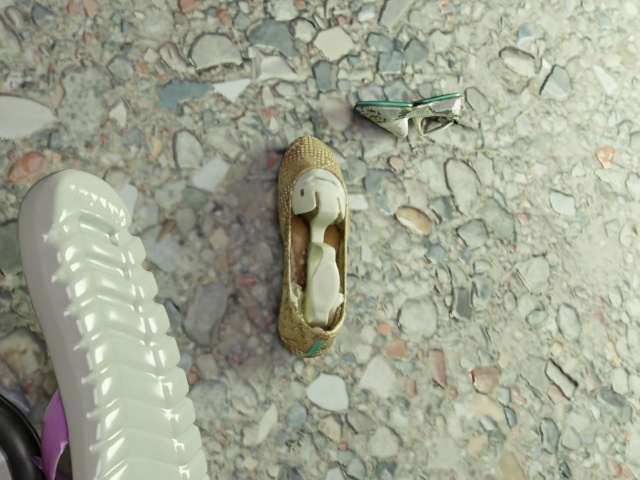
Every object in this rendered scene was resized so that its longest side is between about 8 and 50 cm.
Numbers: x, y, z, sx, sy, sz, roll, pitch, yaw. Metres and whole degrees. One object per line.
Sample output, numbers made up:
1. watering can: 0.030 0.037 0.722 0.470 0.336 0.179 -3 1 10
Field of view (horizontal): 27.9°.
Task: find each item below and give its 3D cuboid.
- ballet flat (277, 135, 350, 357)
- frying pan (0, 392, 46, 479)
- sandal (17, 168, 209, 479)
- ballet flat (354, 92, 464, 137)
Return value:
1. ballet flat: 0.000 0.000 1.147 0.073 0.067 0.206 3 77 -20
2. frying pan: -0.283 0.259 0.993 0.197 0.053 0.326 -18 82 -23
3. sandal: -0.174 0.154 1.019 0.169 0.102 0.416 3 75 -64
4. ballet flat: 0.087 -0.118 1.224 0.114 0.041 0.041 -7 81 -22
